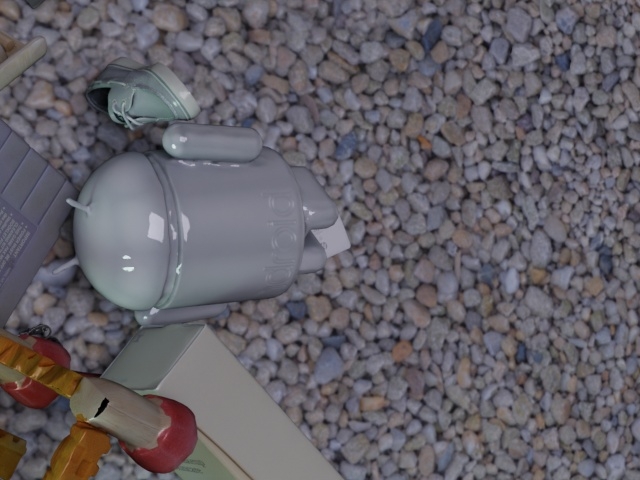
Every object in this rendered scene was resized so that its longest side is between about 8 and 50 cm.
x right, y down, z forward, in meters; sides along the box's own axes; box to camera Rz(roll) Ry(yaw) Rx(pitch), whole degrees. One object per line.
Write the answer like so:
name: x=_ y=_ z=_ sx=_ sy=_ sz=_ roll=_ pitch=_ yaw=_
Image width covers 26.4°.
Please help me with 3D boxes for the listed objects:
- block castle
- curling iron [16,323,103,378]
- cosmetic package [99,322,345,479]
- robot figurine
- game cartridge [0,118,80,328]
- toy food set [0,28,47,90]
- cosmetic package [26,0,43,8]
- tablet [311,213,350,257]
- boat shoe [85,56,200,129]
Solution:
block castle: x=-0.362 y=0.335 z=1.529 sx=0.453 sy=0.303 sz=0.213 roll=-63 pitch=145 yaw=-10
curling iron: x=-0.269 y=0.172 z=1.746 sx=0.274 sy=0.035 sz=0.068 roll=22 pitch=77 yaw=-23
cosmetic package: x=-0.121 y=0.249 z=1.719 sx=0.309 sy=0.160 sz=0.113 roll=49 pitch=59 yaw=-23
robot figurine: x=-0.158 y=-0.018 z=1.721 sx=0.353 sy=0.200 sz=0.300 roll=-5 pitch=123 yaw=-26
game cartridge: x=-0.444 y=0.030 z=1.602 sx=0.355 sy=0.068 sz=0.230 roll=-61 pitch=146 yaw=-17
toy food set: x=-0.491 y=-0.225 z=1.552 sx=0.220 sy=0.306 sz=0.092 roll=-45 pitch=151 yaw=-22
cosmetic package: x=-0.389 y=-0.505 z=1.669 sx=0.217 sy=0.156 sz=0.385 roll=-45 pitch=107 yaw=-22
tablet: x=0.000 y=0.000 z=1.909 sx=0.083 sy=0.006 sz=0.054 roll=-24 pitch=97 yaw=-25
boat shoe: x=-0.225 y=-0.172 z=1.692 sx=0.081 sy=0.227 sz=0.079 roll=-43 pitch=120 yaw=-15
